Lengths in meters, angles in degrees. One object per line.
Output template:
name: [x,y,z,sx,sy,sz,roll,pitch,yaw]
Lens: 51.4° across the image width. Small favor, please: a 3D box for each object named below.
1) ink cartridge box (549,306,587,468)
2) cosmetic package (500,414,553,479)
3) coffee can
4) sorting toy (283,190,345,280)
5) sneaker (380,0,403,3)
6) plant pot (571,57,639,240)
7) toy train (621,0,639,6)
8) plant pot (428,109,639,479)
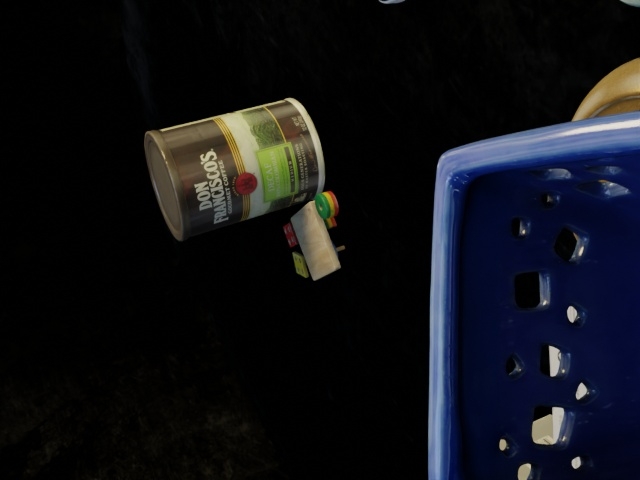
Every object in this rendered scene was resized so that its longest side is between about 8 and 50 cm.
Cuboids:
ink cartridge box: [0.299,0.128,0.470,0.311,0.065,0.185,-9,82,63]
cosmetic package: [0.264,0.346,0.787,0.107,0.127,0.238,34,136,57]
coffee can: [-0.158,-0.135,1.225,0.201,0.275,0.201,50,151,43]
sorting toy: [0.000,0.000,1.263,0.132,0.046,0.274,69,158,5]
sneaker: [0.062,-0.341,0.680,0.099,0.153,0.282,68,159,11]
plant pot: [0.284,-0.034,0.556,0.236,0.032,0.236,49,150,43]
toy train: [0.208,-0.268,0.428,0.334,0.142,0.190,52,139,47]
plant pot: [0.209,0.062,0.354,0.236,0.212,0.236,1,89,61]
